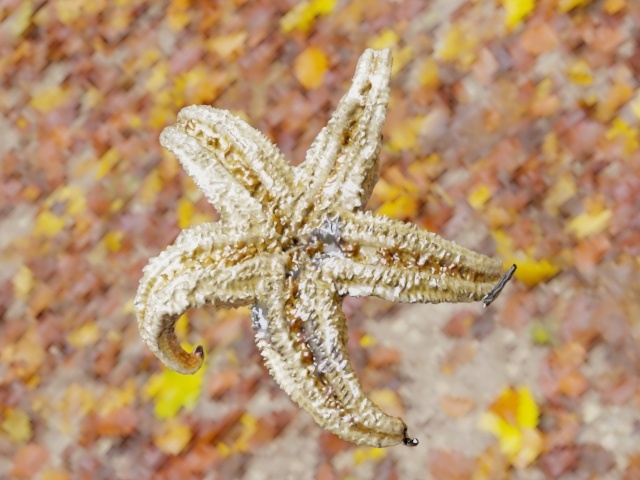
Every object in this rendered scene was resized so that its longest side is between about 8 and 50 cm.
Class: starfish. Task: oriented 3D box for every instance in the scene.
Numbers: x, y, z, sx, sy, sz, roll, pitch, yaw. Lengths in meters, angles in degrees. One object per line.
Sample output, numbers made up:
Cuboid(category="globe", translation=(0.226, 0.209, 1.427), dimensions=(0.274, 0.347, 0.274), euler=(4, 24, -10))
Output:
Cuboid(category="starfish", translation=(0.002, -0.001, 1.411), dimensions=(0.303, 0.113, 0.312), euler=(12, 73, 6))
